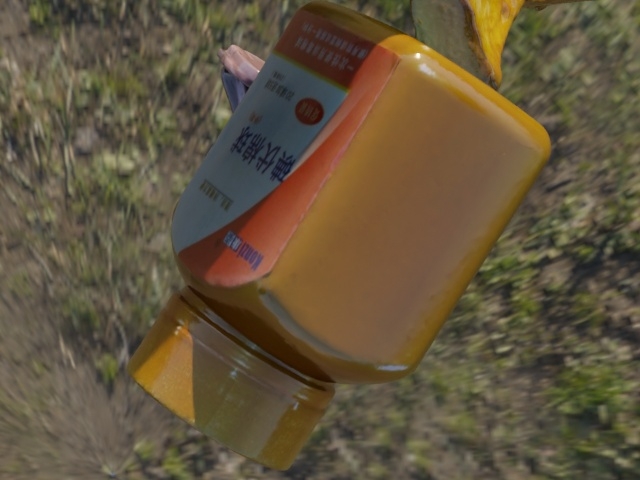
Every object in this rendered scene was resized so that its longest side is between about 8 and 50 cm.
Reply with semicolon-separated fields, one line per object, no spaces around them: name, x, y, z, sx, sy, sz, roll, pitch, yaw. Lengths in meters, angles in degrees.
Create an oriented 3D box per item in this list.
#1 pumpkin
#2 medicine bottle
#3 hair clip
pumpkin;0.129;-0.265;1.347;0.258;0.095;0.290;-43;128;-43
medicine bottle;-0.001;0.000;0.953;0.112;0.149;0.222;31;93;-29
hair clip;-0.034;-0.136;1.778;0.102;0.123;0.138;-22;71;22
